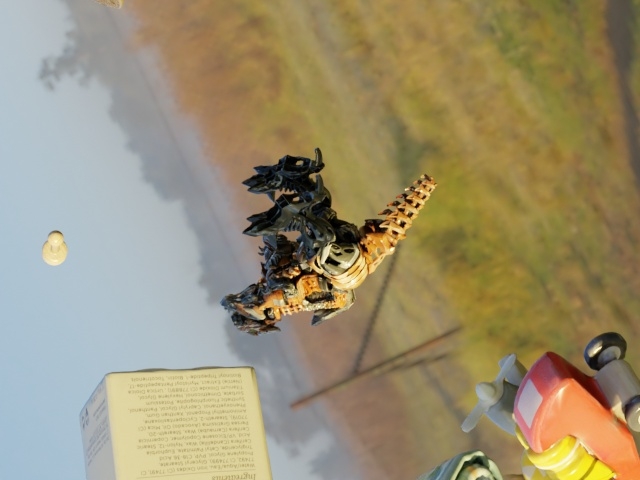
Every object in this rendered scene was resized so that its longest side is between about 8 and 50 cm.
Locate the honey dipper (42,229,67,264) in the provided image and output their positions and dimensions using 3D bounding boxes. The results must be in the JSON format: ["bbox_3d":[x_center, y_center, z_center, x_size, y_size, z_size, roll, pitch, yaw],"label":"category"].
[{"bbox_3d":[-0.308,0.007,1.718,0.030,0.030,0.161,65,168,0],"label":"honey dipper"}]

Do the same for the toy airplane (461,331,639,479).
[{"bbox_3d":[0.346,0.331,2.019,0.384,0.272,0.386,64,178,2],"label":"toy airplane"}]

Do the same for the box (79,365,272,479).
[{"bbox_3d":[-0.085,0.225,0.975,0.094,0.113,0.275,131,134,-57],"label":"box"}]

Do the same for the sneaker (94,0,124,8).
[{"bbox_3d":[-0.276,-0.356,1.848,0.066,0.071,0.188,20,167,14],"label":"sneaker"}]

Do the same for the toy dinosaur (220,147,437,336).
[{"bbox_3d":[0.000,0.000,1.981,0.218,0.322,0.164,52,174,-27],"label":"toy dinosaur"}]

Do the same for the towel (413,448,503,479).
[{"bbox_3d":[0.005,0.377,1.466,0.090,0.320,0.374,53,-146,-6],"label":"towel"}]
